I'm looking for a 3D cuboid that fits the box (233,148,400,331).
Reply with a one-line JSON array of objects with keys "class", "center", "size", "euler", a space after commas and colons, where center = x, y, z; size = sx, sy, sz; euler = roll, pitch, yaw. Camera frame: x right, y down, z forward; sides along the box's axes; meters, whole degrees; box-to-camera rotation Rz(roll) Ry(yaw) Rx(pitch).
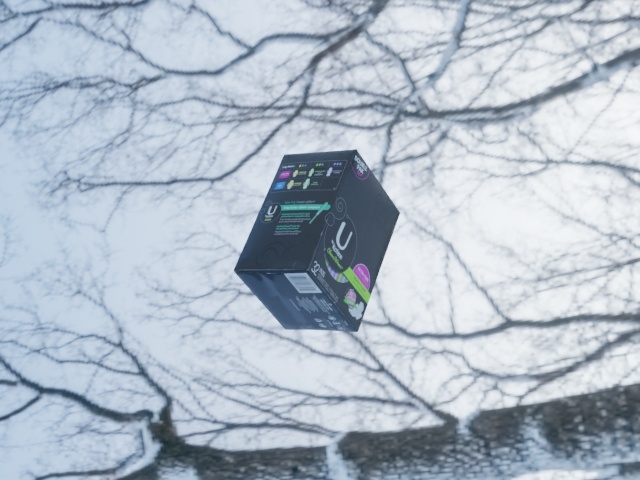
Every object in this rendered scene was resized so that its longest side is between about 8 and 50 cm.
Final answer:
[{"class": "box", "center": [0.000, 0.000, 0.603], "size": [0.062, 0.052, 0.083], "euler": [53, -133, -41]}]
